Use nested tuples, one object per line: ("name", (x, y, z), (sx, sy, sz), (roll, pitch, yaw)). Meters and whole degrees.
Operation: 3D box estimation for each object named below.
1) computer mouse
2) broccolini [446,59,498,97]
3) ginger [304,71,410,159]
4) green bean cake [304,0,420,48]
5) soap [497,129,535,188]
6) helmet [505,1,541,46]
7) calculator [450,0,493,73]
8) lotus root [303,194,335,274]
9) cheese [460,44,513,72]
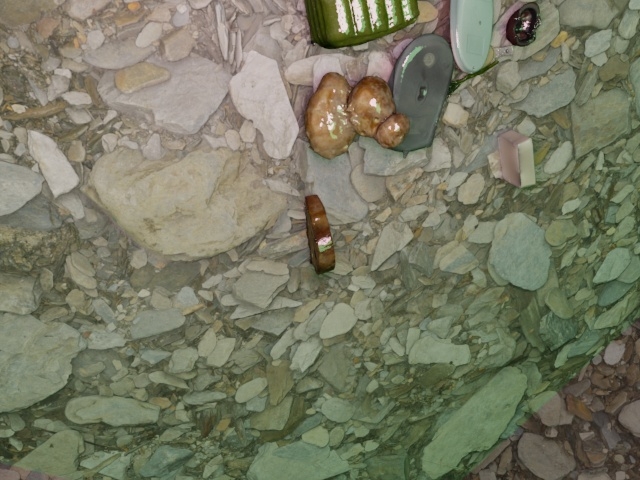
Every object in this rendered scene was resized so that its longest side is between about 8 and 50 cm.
("computer mouse", (0.282, -0.434, 1.389), (0.188, 0.122, 0.371), (-2, 122, -16))
("broccolini", (0.471, -0.524, 1.453), (0.218, 0.042, 0.044), (-33, 149, -4))
("ginger", (0.105, -0.361, 1.307), (0.303, 0.155, 0.245), (0, 93, 23))
("green bean cake", (0.099, -0.594, 1.170), (0.246, 0.250, 0.157), (-20, 120, -7))
("soap", (0.685, -0.281, 1.593), (0.063, 0.121, 0.183), (-23, 122, -3))
("helmet", (0.615, -0.661, 1.400), (0.098, 0.070, 0.123), (-5, 112, -22))
("calculator", (0.441, -0.642, 1.322), (0.183, 0.042, 0.296), (-11, 105, -38))
("lotus root", (0.000, 0.000, 1.514), (0.074, 0.170, 0.261), (-11, 125, -7))
("cheese", (0.522, -0.583, 1.427), (0.191, 0.037, 0.097), (-13, 109, -13))
